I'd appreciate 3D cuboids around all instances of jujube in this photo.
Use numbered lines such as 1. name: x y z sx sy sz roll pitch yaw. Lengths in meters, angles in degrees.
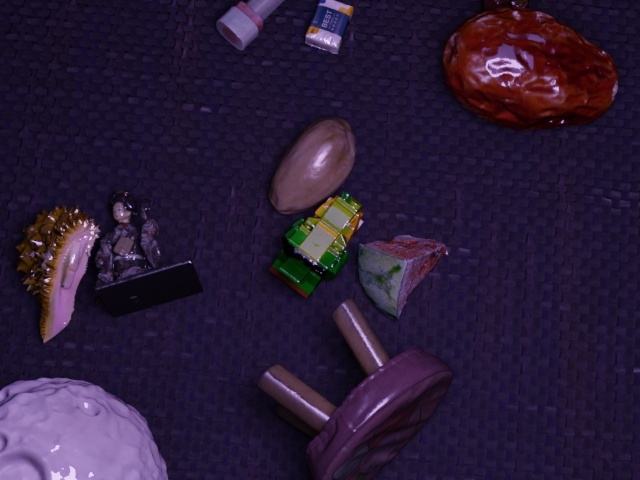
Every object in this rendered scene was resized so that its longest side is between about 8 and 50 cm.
1. jujube: 0.342 -0.278 1.733 0.290 0.197 0.197 11 78 -16

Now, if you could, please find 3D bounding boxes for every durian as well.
1. durian: -0.431 0.052 1.673 0.140 0.078 0.224 6 88 17

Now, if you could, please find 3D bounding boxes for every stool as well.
1. stool: 0.048 0.235 1.591 0.272 0.272 0.178 -42 67 -9

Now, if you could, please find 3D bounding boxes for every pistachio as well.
1. pistachio: -0.013 -0.121 1.729 0.126 0.108 0.185 34 86 29

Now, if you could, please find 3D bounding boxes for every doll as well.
1. doll: -0.001 0.003 1.686 0.106 0.134 0.186 37 73 7

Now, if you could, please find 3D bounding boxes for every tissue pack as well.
1. tissue pack: 0.015 -0.369 1.811 0.062 0.042 0.083 21 79 0

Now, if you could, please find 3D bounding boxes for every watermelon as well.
1. watermelon: 0.126 0.025 1.703 0.098 0.121 0.158 35 74 27

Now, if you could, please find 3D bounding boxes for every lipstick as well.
1. lipstick: -0.092 -0.409 1.812 0.063 0.057 0.186 42 74 6

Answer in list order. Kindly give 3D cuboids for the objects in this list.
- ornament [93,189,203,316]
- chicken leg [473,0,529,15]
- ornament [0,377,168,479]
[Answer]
1. ornament: -0.298 -0.002 1.682 0.166 0.153 0.196 -17 69 -6
2. chicken leg: 0.304 -0.448 1.830 0.105 0.063 0.233 -8 77 -9
3. ornament: -0.386 0.361 1.509 0.337 0.337 0.337 0 78 -2
